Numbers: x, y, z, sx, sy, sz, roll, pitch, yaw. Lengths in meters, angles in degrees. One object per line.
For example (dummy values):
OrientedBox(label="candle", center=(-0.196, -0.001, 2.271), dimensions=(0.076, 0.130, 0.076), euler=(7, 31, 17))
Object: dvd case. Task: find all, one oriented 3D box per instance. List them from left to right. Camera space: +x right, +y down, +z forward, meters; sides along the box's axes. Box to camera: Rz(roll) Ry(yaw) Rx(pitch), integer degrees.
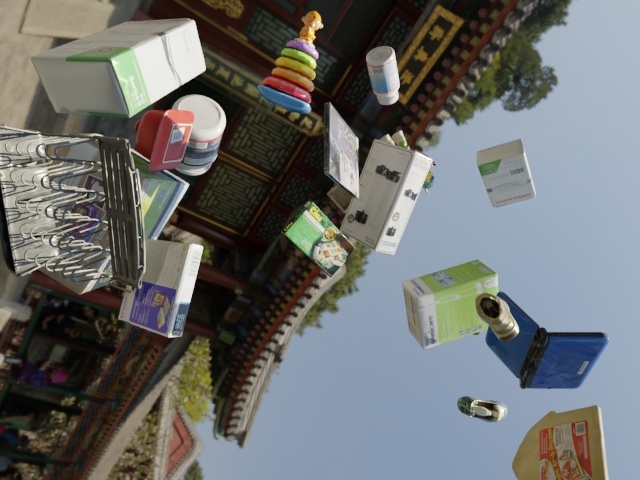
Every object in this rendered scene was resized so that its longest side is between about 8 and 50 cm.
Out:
OrientedBox(label="dvd case", center=(0.055, -0.207, 1.073), dimensions=(0.018, 0.221, 0.165), euler=(-4, -101, 21))

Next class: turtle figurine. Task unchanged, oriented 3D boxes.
OrientedBox(label="turtle figurine", center=(0.324, -0.285, 1.797), dimensions=(0.197, 0.266, 0.275), euler=(-31, 172, -7))

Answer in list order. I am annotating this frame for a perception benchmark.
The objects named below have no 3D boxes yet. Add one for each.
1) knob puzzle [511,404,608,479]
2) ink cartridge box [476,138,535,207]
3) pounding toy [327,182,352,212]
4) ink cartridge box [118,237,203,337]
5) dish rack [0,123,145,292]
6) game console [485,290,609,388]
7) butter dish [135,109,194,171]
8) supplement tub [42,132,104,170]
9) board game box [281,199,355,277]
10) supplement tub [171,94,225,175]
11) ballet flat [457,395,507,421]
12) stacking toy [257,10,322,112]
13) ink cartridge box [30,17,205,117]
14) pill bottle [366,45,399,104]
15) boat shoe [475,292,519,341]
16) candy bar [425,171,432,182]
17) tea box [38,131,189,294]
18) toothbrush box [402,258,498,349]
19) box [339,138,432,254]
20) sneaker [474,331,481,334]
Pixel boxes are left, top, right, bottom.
OrientedBox(label="knob puzzle", center=(0.446, 0.415, 0.836), dimensions=(0.213, 0.030, 0.213), euler=(-53, -169, 15))
OrientedBox(label="ink cartridge box", center=(0.686, -0.243, 1.648), dimensions=(0.160, 0.219, 0.093), euler=(-14, -137, 27))
OrientedBox(label="pounding toy", center=(0.108, -0.218, 1.876), dimensions=(0.130, 0.141, 0.100), euler=(-40, -174, 21))
OrientedBox(label="ink cartridge box", center=(-0.371, 0.101, 1.028), dimensions=(0.208, 0.045, 0.207), euler=(6, -99, 36))
OrientedBox(label="dish rack", center=(-0.326, -0.041, 0.572), dimensions=(0.271, 0.074, 0.209), euler=(11, -71, 33))
OrientedBox(label="game console", center=(0.642, 0.293, 1.304), dimensions=(0.293, 0.249, 0.174), euler=(79, 12, -46))
OrientedBox(label="butter dish", center=(-0.409, -0.267, 1.121), dimensions=(0.160, 0.118, 0.160), euler=(-51, 165, -72))
OrientedBox(label="supplement tub", center=(-0.735, -0.259, 1.388), dimensions=(0.199, 0.144, 0.145), euler=(5, -117, 17))
OrientedBox(label="board game box", center=(0.000, 0.000, 1.456), dimensions=(0.136, 0.260, 0.030), euler=(-47, -144, -3))
OrientedBox(label="supplement tub", center=(-0.471, -0.389, 1.673), dimensions=(0.272, 0.191, 0.191), euler=(131, -26, -56))
OrientedBox(label="ballet flat", center=(0.499, 0.513, 1.335), dimensions=(0.070, 0.188, 0.070), euler=(-166, -90, -71))
OrientedBox(label="stacking toy", center=(-0.070, -0.564, 1.398), dimensions=(0.166, 0.175, 0.302), euler=(-93, -157, -79))
OrientedBox(label="ink cartridge box", center=(-0.422, -0.387, 0.980), dimensions=(0.289, 0.210, 0.122), euler=(-59, 151, -46))
OrientedBox(label="pill bottle", center=(0.195, -0.502, 1.369), dimensions=(0.087, 0.160, 0.087), euler=(-9, -129, 12))
OrientedBox(label="boat shoe", center=(0.389, 0.152, 1.015), dimensions=(0.068, 0.072, 0.190), euler=(-39, -170, 8))
OrientedBox(label="candy bar", center=(0.277, -0.220, 1.440), dimensions=(0.040, 0.161, 0.018), euler=(98, 6, -45))
OrientedBox(label="tea box", center=(-0.569, -0.074, 1.195), dimensions=(0.329, 0.219, 0.323), euler=(-58, -178, 4))
OrientedBox(label="toothbrush box", center=(0.434, 0.210, 1.483), dimensions=(0.122, 0.282, 0.207), euler=(-125, -160, -64))
OrientedBox(label="box", center=(0.183, -0.126, 1.274), dimensions=(0.169, 0.087, 0.290), euler=(31, -75, 47))
OrientedBox(label="sneaker", center=(0.490, 0.304, 1.645), dimensions=(0.086, 0.192, 0.064), euler=(-60, 179, 32))
